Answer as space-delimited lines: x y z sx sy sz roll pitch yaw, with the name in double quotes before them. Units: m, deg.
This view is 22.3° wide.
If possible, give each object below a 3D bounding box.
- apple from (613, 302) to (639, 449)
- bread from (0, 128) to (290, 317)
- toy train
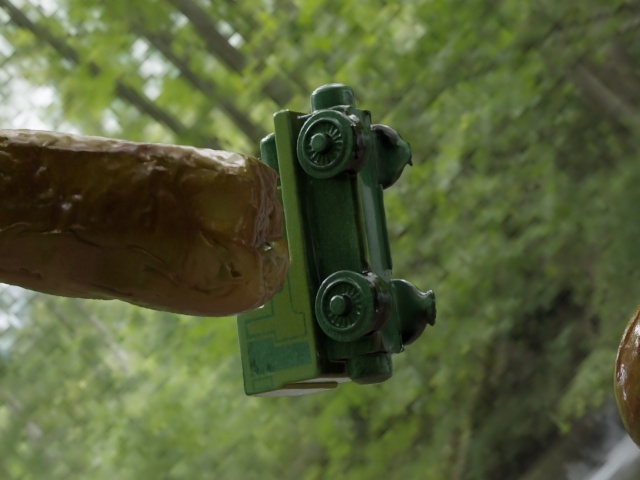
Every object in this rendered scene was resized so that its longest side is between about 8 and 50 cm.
"apple" 0.344 0.113 1.382 0.188 0.188 0.174 -39 -36 -34
"bread" -0.202 -0.018 1.485 0.195 0.344 0.149 12 -95 -80
"toy train" 0.000 0.000 1.976 0.237 0.369 0.150 -15 -13 37
